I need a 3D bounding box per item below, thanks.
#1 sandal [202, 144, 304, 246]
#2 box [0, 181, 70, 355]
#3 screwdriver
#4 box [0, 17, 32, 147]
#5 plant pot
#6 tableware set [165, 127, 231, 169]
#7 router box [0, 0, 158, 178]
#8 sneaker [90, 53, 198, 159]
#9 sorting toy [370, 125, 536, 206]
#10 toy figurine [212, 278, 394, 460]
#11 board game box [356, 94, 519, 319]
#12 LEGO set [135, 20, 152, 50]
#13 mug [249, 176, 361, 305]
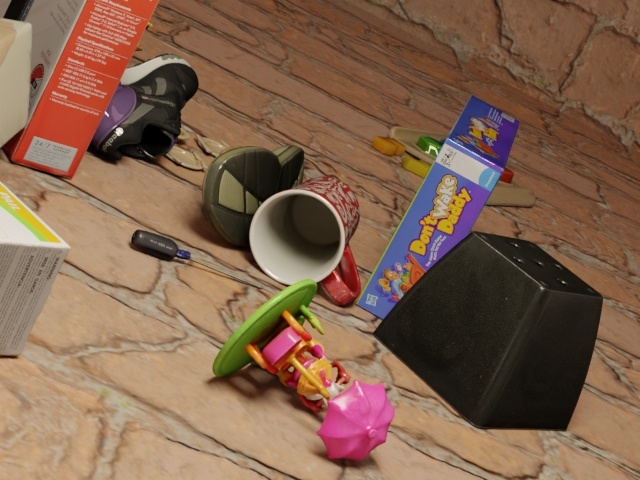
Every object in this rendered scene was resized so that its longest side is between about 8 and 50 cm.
[{"bbox_3d":[-0.093,-0.063,1.920,0.086,0.120,0.303,14,7,13],"label":"sandal"},{"bbox_3d":[-0.327,-0.004,1.339,0.203,0.114,0.103,38,19,34],"label":"box"},{"bbox_3d":[-0.133,0.021,1.730,0.170,0.024,0.025,19,47,-32],"label":"screwdriver"},{"bbox_3d":[-0.396,-0.145,1.572,0.148,0.121,0.311,7,17,0],"label":"box"},{"bbox_3d":[0.210,0.094,1.802,0.187,0.167,0.188,10,24,-48],"label":"plant pot"},{"bbox_3d":[-0.158,-0.121,2.111,0.168,0.020,0.141,17,20,-35],"label":"tableware set"},{"bbox_3d":[-0.313,-0.282,1.855,0.082,0.301,0.335,17,19,-34],"label":"router box"},{"bbox_3d":[-0.224,-0.155,2.010,0.124,0.107,0.283,49,26,9],"label":"sneaker"},{"bbox_3d":[0.229,-0.136,2.723,0.229,0.041,0.307,37,19,28],"label":"sorting toy"},{"bbox_3d":[0.001,0.141,1.491,0.159,0.130,0.173,47,-4,13],"label":"toy figurine"},{"bbox_3d":[0.156,-0.043,2.003,0.078,0.233,0.347,29,16,2],"label":"board game box"},{"bbox_3d":[-0.373,-0.392,2.214,0.331,0.192,0.255,39,10,36],"label":"LEGO set"},{"bbox_3d":[-0.010,-0.001,1.884,0.113,0.150,0.169,-5,11,12],"label":"mug"}]
